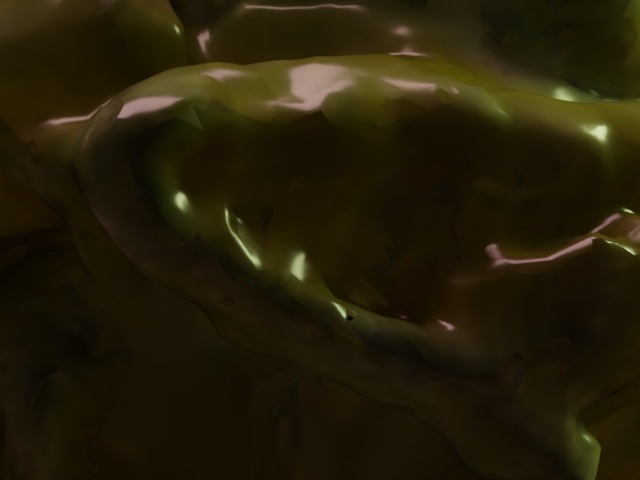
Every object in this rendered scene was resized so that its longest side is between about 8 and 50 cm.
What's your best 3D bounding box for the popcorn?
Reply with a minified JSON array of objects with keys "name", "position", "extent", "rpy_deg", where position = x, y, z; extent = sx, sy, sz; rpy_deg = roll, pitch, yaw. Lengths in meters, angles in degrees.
[{"name":"popcorn","position":[0.008,-0.005,0.559],"extent":[0.312,0.312,0.312],"rpy_deg":[-7,-5,-1]}]
